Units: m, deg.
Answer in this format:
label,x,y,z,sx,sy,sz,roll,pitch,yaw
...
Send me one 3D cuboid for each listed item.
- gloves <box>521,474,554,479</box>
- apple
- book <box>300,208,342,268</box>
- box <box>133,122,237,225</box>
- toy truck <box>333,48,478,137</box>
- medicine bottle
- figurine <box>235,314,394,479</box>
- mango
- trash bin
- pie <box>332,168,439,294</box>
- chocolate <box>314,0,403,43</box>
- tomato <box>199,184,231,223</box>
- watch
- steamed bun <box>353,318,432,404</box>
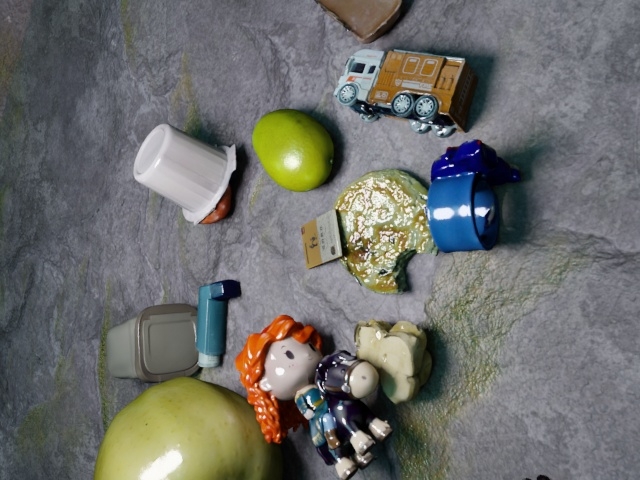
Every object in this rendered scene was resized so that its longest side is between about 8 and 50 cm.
label,x,y,z,sx,sy,sz,roll,pitch,yaw
gloves,0.398,0.537,1.066,0.129,0.106,0.181,33,110,35
apple,-0.329,0.571,1.386,0.473,0.473,0.474,-3,85,35
book,0.000,0.000,1.404,0.172,0.012,0.118,-26,70,58
box,-0.406,-0.218,1.592,0.291,0.206,0.263,26,87,52
toy truck,0.191,-0.346,1.262,0.305,0.136,0.162,20,92,32
medicine bottle,-0.305,0.236,1.608,0.124,0.079,0.259,5,90,35
figurine,-0.016,0.352,1.283,0.411,0.241,0.307,13,120,46
mango,-0.074,-0.245,1.436,0.185,0.149,0.273,-50,57,25
trash bin,-0.511,0.317,1.679,0.250,0.219,0.220,-17,75,41
pie,0.147,-0.026,1.311,0.302,0.066,0.303,-1,88,36
chocolate,0.095,-0.588,1.378,0.161,0.083,0.261,-40,65,8
tomato,-0.310,-0.107,1.635,0.155,0.069,0.156,-28,47,35
watch,0.297,-0.077,1.133,0.171,0.196,0.200,-6,76,45
steamed bun,0.171,0.265,1.252,0.177,0.106,0.193,-1,99,49
